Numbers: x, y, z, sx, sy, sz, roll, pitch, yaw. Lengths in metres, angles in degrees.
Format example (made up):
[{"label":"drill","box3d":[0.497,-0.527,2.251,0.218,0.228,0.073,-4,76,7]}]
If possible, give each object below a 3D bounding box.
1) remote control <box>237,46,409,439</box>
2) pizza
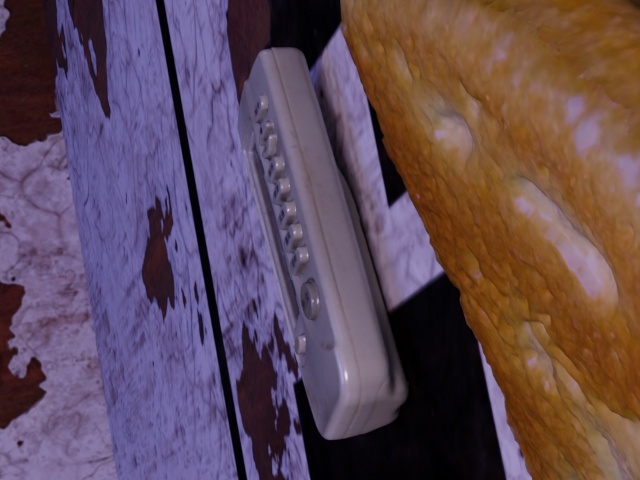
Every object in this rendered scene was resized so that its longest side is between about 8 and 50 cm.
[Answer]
[{"label":"remote control","box3d":[-0.001,0.000,0.958,0.090,0.049,0.230,108,150,-59]},{"label":"pizza","box3d":[0.104,0.030,0.478,0.289,0.081,0.228,51,159,40]}]
